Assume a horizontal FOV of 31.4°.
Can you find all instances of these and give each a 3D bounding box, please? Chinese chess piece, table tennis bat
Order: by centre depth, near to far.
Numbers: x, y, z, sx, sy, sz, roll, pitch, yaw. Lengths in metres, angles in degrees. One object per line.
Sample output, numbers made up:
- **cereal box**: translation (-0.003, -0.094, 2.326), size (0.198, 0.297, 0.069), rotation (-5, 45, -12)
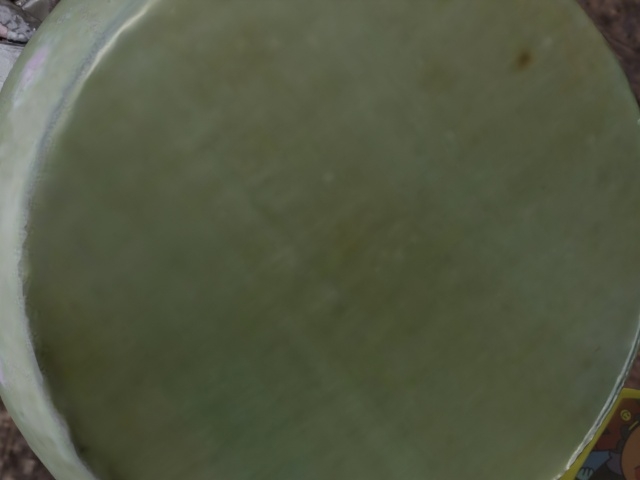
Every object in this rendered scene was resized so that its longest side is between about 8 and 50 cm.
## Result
- **Chinese chess piece**: translation (0.000, 0.000, 0.585), size (0.146, 0.349, 0.349), rotation (25, 95, 68)
- **table tennis bat**: translation (0.302, 0.238, 1.271), size (0.224, 0.368, 0.054), rotation (-52, -6, -24)

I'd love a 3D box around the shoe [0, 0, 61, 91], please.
- **shoe**: translation (-0.247, -0.150, 1.055), size (0.351, 0.171, 0.198), rotation (65, 161, 2)
